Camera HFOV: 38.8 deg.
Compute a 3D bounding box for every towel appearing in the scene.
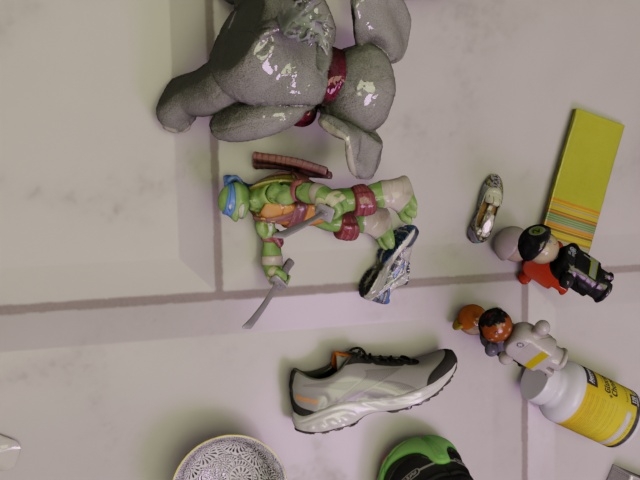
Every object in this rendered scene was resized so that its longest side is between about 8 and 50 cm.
[{"bbox_3d":[0.420,-0.087,1.475,0.102,0.021,0.237,15,90,-21],"label":"towel"}]

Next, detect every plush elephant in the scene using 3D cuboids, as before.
[{"bbox_3d":[-0.013,-0.227,1.227,0.255,0.330,0.272,27,80,-35],"label":"plush elephant"}]

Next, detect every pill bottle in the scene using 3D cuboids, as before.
[{"bbox_3d":[0.418,0.256,1.463,0.184,0.103,0.103,26,88,-17],"label":"pill bottle"}]

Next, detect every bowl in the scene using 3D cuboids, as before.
[{"bbox_3d":[-0.139,0.355,1.331,0.170,0.080,0.170,-1,96,-15],"label":"bowl"}]

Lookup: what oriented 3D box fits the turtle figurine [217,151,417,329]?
[{"bbox_3d":[0.000,0.000,1.269,0.266,0.275,0.198,-4,121,-22],"label":"turtle figurine"}]

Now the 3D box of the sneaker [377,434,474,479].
[{"bbox_3d":[0.186,0.546,1.376,0.185,0.202,0.483,-13,99,-13],"label":"sneaker"}]

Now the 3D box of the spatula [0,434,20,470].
[{"bbox_3d":[-0.555,0.323,1.247,0.242,0.019,0.168,19,96,-16],"label":"spatula"}]

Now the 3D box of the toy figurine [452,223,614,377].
[{"bbox_3d":[0.308,0.085,1.363,0.148,0.213,0.210,32,90,-6],"label":"toy figurine"}]

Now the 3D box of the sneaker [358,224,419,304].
[{"bbox_3d":[0.114,0.038,1.391,0.058,0.052,0.135,31,94,-26],"label":"sneaker"}]

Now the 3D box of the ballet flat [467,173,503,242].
[{"bbox_3d":[0.266,-0.048,1.424,0.041,0.041,0.114,19,90,-16],"label":"ballet flat"}]

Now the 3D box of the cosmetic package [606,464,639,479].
[{"bbox_3d":[0.591,0.475,1.556,0.239,0.060,0.099,24,90,-16],"label":"cosmetic package"}]

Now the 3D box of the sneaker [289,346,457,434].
[{"bbox_3d":[0.081,0.206,1.370,0.271,0.100,0.108,-15,94,-13],"label":"sneaker"}]
